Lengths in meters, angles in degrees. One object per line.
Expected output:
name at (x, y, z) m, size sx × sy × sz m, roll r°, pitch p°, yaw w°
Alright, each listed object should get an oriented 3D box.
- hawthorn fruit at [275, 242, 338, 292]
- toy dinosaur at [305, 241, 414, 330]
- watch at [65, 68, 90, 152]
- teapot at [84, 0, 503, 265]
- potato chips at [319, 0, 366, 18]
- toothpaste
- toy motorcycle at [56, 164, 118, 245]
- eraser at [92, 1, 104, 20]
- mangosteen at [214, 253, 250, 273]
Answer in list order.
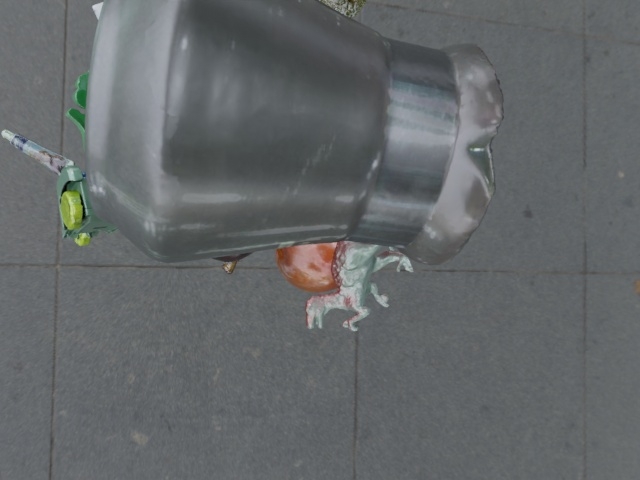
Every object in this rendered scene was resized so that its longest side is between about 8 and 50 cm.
hawthorn fruit at (0.000, 0.000, 1.427) m, size 0.285 × 0.284 × 0.284 m, roll 1°, pitch 88°, yaw -15°
toy dinosaur at (0.052, 0.017, 0.801) m, size 0.168 × 0.053 × 0.241 m, roll -3°, pitch 107°, yaw 9°
watch at (-0.275, -0.173, 0.791) m, size 0.131 × 0.152 × 0.165 m, roll -30°, pitch 117°, yaw -37°
teapot at (-0.026, -0.114, 0.590) m, size 0.362 × 0.376 × 0.305 m, roll 10°, pitch 96°, yaw -10°
potato chips at (0.050, -0.455, 0.870) m, size 0.026 × 0.209 × 0.142 m, roll -18°, pitch 73°, yaw -54°
toothpaste at (-0.790, -0.248, 1.523) m, size 0.216 × 0.037 × 0.061 m, roll 31°, pitch 109°, yaw -2°
toy motorcycle at (-0.609, -0.107, 1.440) m, size 0.191 × 0.327 × 0.199 m, roll -9°, pitch 85°, yaw -40°
eraser at (-0.425, -0.441, 1.215) m, size 0.092 × 0.212 × 0.046 m, roll -25°, pitch 70°, yaw -12°
mangosteen at (-0.267, -0.015, 1.617) m, size 0.236 × 0.235 × 0.261 m, roll -11°, pitch 123°, yaw -15°
